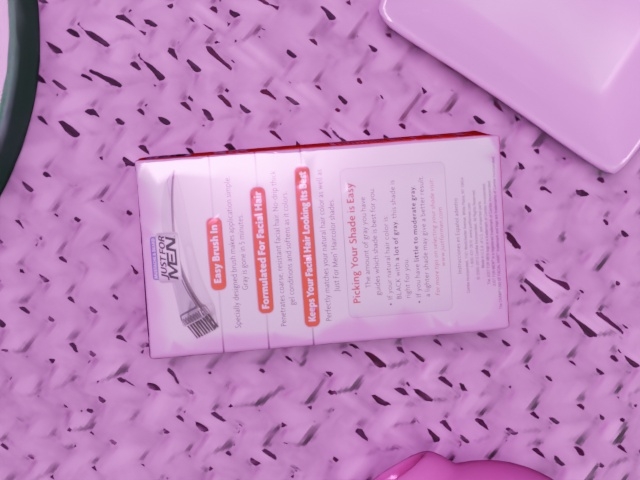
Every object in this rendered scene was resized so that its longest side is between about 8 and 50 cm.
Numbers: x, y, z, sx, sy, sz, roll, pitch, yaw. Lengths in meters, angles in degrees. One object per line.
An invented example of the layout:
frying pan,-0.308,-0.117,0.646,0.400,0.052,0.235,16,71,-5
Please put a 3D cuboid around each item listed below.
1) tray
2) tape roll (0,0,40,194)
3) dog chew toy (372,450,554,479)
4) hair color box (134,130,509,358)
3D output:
tray,0.156,-0.181,0.607,0.145,0.030,0.270,33,92,-7
tape roll,-0.290,-0.096,0.559,0.321,0.077,0.321,0,96,-4
dog chew toy,0.120,0.244,0.565,0.207,0.206,0.332,-33,88,-1
hair color box,0.000,0.000,0.600,0.167,0.053,0.093,-4,96,-5
